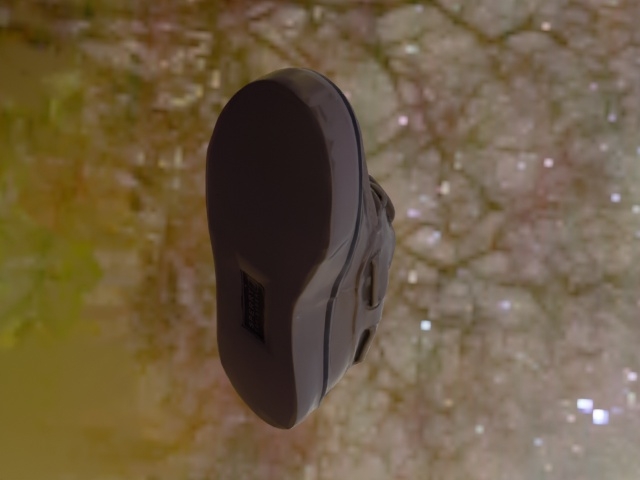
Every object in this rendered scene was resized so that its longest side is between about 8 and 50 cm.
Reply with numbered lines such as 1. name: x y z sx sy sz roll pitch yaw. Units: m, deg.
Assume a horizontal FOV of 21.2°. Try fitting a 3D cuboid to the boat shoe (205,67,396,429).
1. boat shoe: 0.000 0.000 0.946 0.096 0.088 0.267 37 -34 30
